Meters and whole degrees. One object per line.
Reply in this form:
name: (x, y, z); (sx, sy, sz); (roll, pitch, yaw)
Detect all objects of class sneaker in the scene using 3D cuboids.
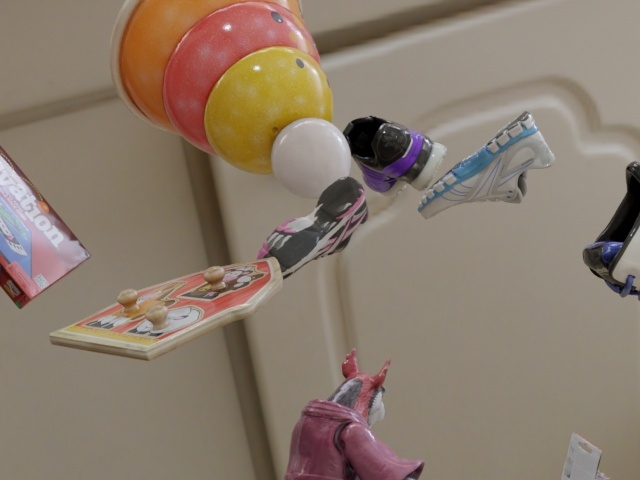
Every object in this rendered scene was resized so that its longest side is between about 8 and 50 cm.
sneaker: (0.196, -0.066, 1.510); (0.190, 0.083, 0.071); (-37, 5, 37)
sneaker: (0.370, 0.045, 1.319); (0.182, 0.316, 0.127); (-13, 5, -1)
sneaker: (0.000, 0.000, 1.736); (0.178, 0.077, 0.072); (-38, 51, -2)
sneaker: (0.098, -0.151, 2.110); (0.146, 0.102, 0.293); (27, -8, -11)

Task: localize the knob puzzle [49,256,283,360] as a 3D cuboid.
knob puzzle: (-0.117, 0.046, 1.113); (0.213, 0.030, 0.213); (-15, 13, 4)

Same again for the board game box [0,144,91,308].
board game box: (-0.402, -0.059, 1.523); (0.027, 0.281, 0.145); (-37, 4, 27)

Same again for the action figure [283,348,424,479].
action figure: (-0.012, 0.290, 1.382); (0.275, 0.370, 0.248); (20, -19, -26)

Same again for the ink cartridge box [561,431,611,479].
ink cartridge box: (0.332, 0.304, 1.605); (0.029, 0.115, 0.063); (2, 16, -28)

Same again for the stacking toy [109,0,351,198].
stacking toy: (-0.089, -0.216, 1.999); (0.350, 0.351, 0.480); (-22, 47, -20)
